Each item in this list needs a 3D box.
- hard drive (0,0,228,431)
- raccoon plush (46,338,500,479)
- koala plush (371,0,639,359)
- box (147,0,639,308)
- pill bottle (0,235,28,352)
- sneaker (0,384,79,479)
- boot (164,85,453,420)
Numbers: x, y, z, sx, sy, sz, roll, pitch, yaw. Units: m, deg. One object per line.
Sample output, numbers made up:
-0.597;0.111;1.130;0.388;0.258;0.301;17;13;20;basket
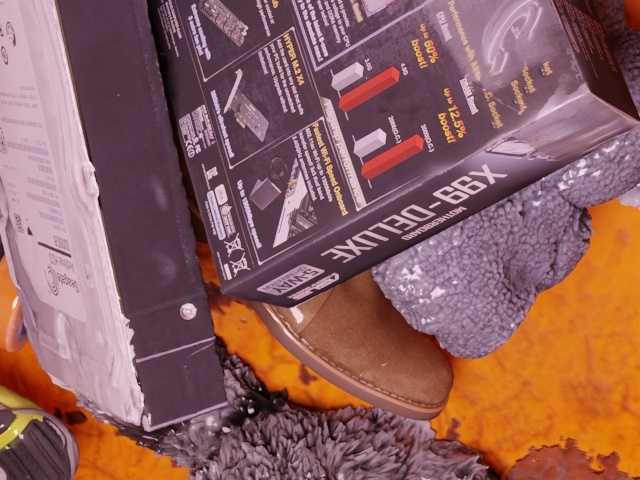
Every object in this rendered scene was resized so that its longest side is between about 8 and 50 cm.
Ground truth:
-0.162;-0.065;0.929;0.237;0.064;0.338;15;119;62;hard drive
-0.058;0.261;1.063;0.446;0.299;0.216;21;122;5;raccoon plush
0.136;-0.050;0.912;0.221;0.203;0.196;-34;105;17;koala plush
0.015;-0.150;0.840;0.242;0.076;0.307;-29;66;27;box
-0.324;0.002;1.098;0.246;0.130;0.130;21;122;4;pill bottle
-0.367;0.116;1.164;0.385;0.147;0.145;14;119;10;sneaker
0.000;0.000;1.022;0.305;0.112;0.115;45;110;-8;boot
